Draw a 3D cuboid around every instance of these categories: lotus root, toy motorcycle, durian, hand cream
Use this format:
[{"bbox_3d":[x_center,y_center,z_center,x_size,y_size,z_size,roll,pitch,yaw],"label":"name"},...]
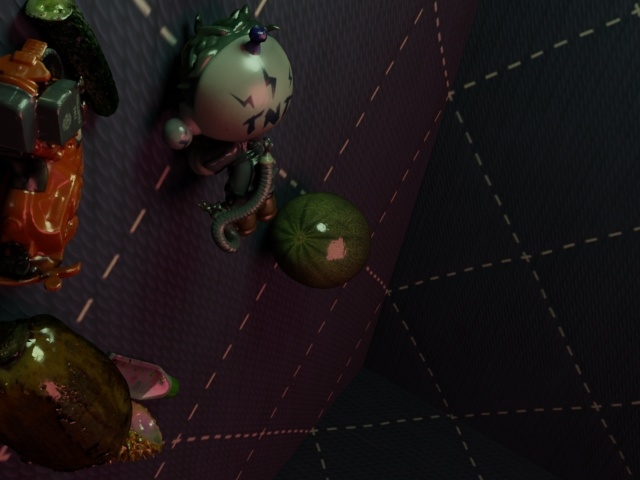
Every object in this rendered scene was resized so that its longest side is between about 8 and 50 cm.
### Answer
[{"bbox_3d":[-0.397,0.235,1.054,0.397,0.195,0.179,79,14,-55],"label":"lotus root"},{"bbox_3d":[-0.356,-0.068,0.854,0.221,0.147,0.326,-75,178,-47],"label":"toy motorcycle"},{"bbox_3d":[-0.394,0.381,1.409,0.182,0.165,0.132,130,-35,-63],"label":"durian"},{"bbox_3d":[-0.375,0.287,1.433,0.275,0.050,0.079,46,47,-65],"label":"hand cream"}]

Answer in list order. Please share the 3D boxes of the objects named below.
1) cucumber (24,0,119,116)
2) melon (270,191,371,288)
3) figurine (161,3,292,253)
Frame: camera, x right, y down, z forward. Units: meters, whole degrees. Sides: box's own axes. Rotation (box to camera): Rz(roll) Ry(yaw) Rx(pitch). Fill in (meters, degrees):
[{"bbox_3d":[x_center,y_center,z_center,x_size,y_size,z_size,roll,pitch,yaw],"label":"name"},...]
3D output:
[{"bbox_3d":[-0.301,-0.226,0.896,0.058,0.052,0.215,-28,154,-8],"label":"cucumber"},{"bbox_3d":[0.000,0.000,1.715,0.238,0.237,0.301,-64,160,5],"label":"melon"},{"bbox_3d":[-0.140,-0.196,1.172,0.261,0.186,0.382,-53,156,-43],"label":"figurine"}]
